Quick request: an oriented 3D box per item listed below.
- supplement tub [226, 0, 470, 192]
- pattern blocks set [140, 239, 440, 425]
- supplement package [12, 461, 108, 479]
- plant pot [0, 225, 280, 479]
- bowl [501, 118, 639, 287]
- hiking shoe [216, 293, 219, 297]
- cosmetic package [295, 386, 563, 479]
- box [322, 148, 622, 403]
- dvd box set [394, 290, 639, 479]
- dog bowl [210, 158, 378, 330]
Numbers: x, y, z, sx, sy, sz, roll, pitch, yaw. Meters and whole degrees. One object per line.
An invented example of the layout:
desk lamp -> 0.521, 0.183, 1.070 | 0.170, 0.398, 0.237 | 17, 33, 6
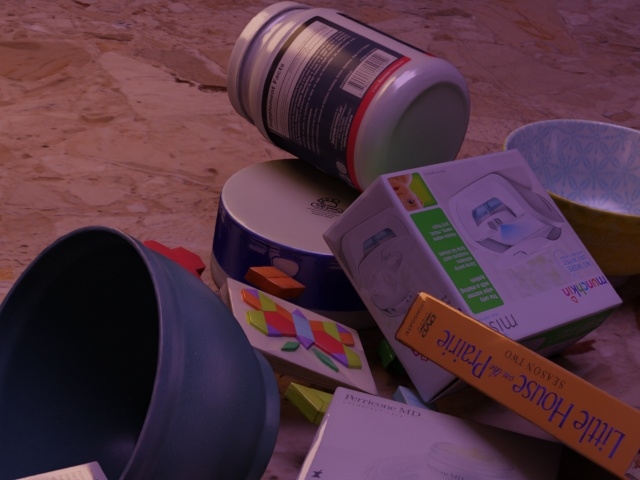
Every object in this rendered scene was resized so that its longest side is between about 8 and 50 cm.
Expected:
supplement tub -> 0.033, -0.178, 1.843 | 0.272, 0.191, 0.191 | 31, 35, 35
pattern blocks set -> -0.025, 0.105, 1.574 | 0.325, 0.026, 0.285 | 17, 25, -35
supplement package -> -0.182, 0.326, 1.052 | 0.145, 0.204, 0.262 | -9, 33, -28
plant pot -> -0.162, 0.154, 1.343 | 0.196, 0.293, 0.293 | 22, 15, -39
bowl -> 0.367, -0.030, 1.926 | 0.289, 0.156, 0.289 | 7, 27, -4
hiking shoe -> -0.234, 0.097, 1.584 | 0.304, 0.113, 0.132 | 1, 22, -37
cosmetic package -> 0.087, 0.265, 1.318 | 0.224, 0.138, 0.225 | 13, 27, 8
box -> 0.173, 0.036, 1.668 | 0.262, 0.127, 0.231 | -12, 64, -46
dvd box set -> 0.294, 0.193, 1.353 | 0.307, 0.062, 0.420 | 31, -1, -37
dog bowl -> 0.000, 0.000, 1.819 | 0.265, 0.104, 0.265 | 7, 28, -4
